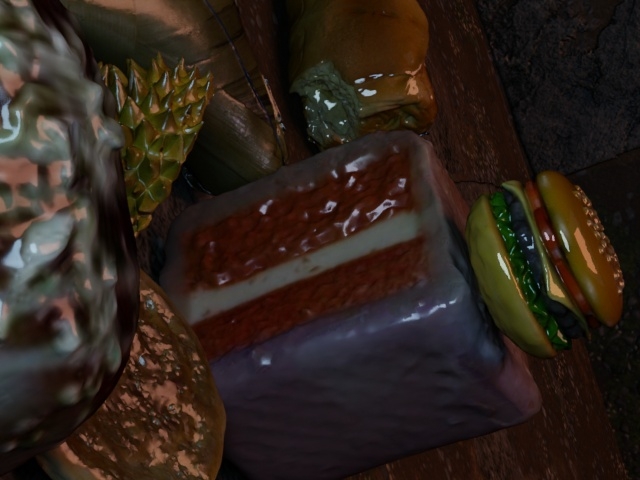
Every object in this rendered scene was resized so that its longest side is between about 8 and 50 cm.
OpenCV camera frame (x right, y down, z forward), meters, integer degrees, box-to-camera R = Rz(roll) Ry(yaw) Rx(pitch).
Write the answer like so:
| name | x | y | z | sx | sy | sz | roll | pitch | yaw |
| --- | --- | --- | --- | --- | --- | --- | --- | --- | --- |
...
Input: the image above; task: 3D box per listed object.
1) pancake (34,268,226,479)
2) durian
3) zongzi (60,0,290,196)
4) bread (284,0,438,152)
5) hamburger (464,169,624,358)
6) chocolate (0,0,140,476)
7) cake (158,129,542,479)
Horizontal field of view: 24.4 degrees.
| name | x | y | z | sx | sy | sz | roll | pitch | yaw |
| --- | --- | --- | --- | --- | --- | --- | --- | --- | --- |
| pancake | -0.173 | 0.097 | 1.174 | 0.282 | 0.049 | 0.282 | 42 | 29 | -30 |
| durian | -0.185 | -0.094 | 1.252 | 0.187 | 0.153 | 0.260 | 19 | 18 | -21 |
| zongzi | -0.155 | -0.142 | 1.419 | 0.289 | 0.123 | 0.260 | -36 | 109 | -59 |
| bread | 0.048 | -0.283 | 1.979 | 0.149 | 0.195 | 0.344 | 57 | 20 | -50 |
| hamburger | 0.192 | 0.021 | 1.262 | 0.162 | 0.115 | 0.162 | 60 | 15 | -27 |
| chocolate | -0.219 | -0.019 | 0.896 | 0.225 | 0.210 | 0.340 | -25 | 104 | -70 |
| cake | 0.020 | 0.076 | 1.388 | 0.230 | 0.309 | 0.237 | 58 | 19 | -45 |
